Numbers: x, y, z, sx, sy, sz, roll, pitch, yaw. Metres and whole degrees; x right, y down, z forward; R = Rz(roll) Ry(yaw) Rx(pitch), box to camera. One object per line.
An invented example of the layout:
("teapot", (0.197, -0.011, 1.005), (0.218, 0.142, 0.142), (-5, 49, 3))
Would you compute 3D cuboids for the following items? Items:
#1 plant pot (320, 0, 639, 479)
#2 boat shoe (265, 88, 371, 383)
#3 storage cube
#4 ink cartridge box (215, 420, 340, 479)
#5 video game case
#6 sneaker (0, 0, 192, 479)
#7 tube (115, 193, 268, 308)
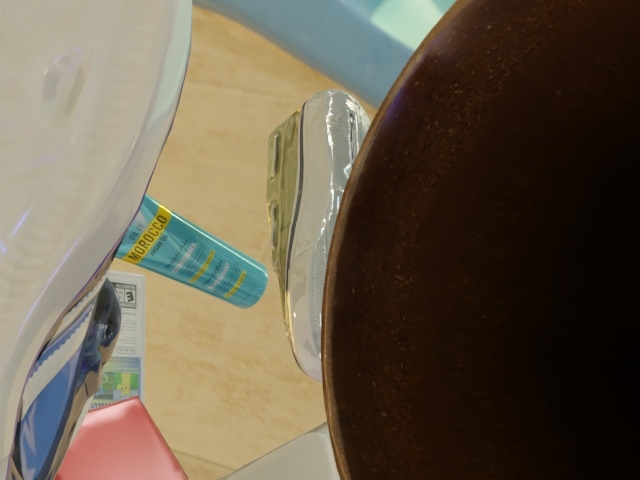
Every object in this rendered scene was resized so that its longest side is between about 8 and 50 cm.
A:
("plant pot", (0.156, 0.033, 0.355), (0.215, 0.230, 0.215), (-13, 71, 42))
("boat shoe", (0.000, 0.000, 1.089), (0.094, 0.109, 0.302), (-27, 47, 38))
("storage cube", (-0.293, 0.342, 1.477), (0.183, 0.215, 0.193), (-47, 70, 34))
("ink cartridge box", (0.026, 0.254, 0.542), (0.197, 0.270, 0.198), (-29, 22, 5))
("video game case", (-0.375, 0.182, 1.686), (0.036, 0.329, 0.299), (-7, 79, 34))
("sneaker", (-0.135, -0.010, 0.471), (0.130, 0.236, 0.322), (16, 96, -7))
("tube", (-0.142, 0.009, 1.173), (0.080, 0.207, 0.052), (-56, 39, 6))
